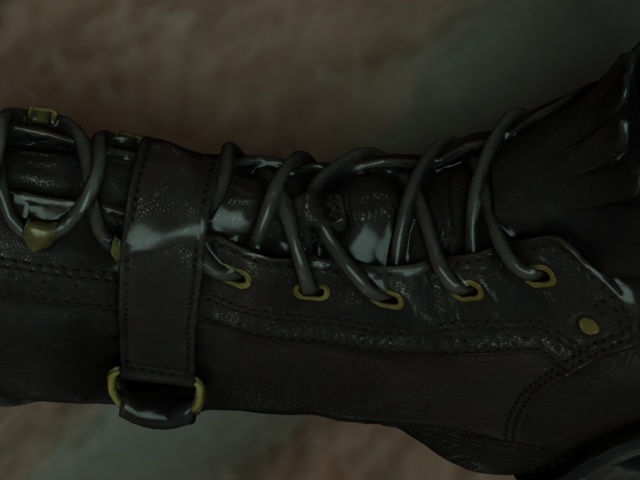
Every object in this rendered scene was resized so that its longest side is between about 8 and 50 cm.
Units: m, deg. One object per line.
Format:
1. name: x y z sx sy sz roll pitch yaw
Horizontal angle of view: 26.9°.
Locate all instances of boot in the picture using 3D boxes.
1. boot: 0.000 0.000 0.340 0.229 0.091 0.263 10 146 -8
